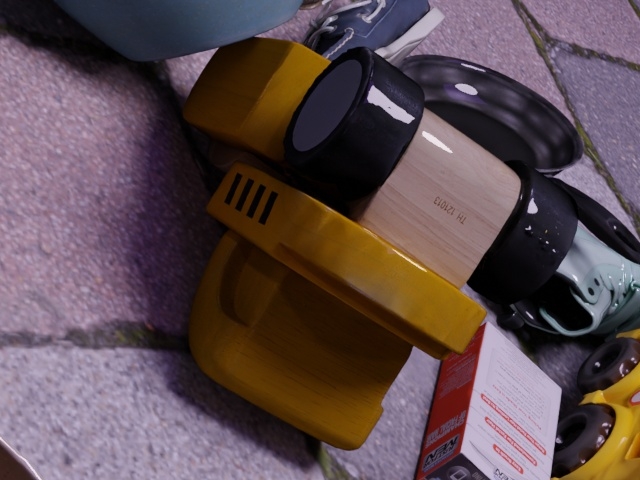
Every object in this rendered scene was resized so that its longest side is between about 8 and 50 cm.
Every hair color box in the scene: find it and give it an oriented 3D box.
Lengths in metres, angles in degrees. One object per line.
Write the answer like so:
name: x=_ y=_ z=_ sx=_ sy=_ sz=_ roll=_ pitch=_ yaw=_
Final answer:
hair color box: x=0.135 y=0.152 z=1.246 sx=0.093 sy=0.053 sz=0.167 roll=43 pitch=31 yaw=-14

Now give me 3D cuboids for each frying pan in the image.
frying pan: x=0.201 y=-0.077 z=1.476 sx=0.326 sy=0.053 sz=0.197 roll=38 pitch=33 yaw=22

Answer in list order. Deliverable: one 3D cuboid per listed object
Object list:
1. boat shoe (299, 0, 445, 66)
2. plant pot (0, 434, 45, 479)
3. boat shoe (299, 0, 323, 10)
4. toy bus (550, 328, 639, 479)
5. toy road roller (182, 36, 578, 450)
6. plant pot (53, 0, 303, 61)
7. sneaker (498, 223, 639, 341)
boat shoe: x=0.029 y=-0.175 z=1.404 sx=0.079 sy=0.095 sz=0.254 roll=46 pitch=42 yaw=1
plant pot: x=-0.236 y=0.202 z=0.603 sx=0.284 sy=0.191 sz=0.284 roll=32 pitch=35 yaw=-27
boat shoe: x=-0.020 y=-0.252 z=1.426 sx=0.302 sy=0.109 sz=0.098 roll=-8 pitch=68 yaw=-47
toy bus: x=0.304 y=0.157 z=1.273 sx=0.149 sy=0.211 sz=0.220 roll=46 pitch=48 yaw=-11
toy road roller: x=0.000 y=0.000 z=1.148 sx=0.202 sy=0.240 sz=0.329 roll=33 pitch=-2 yaw=-25
plant pot: x=-0.108 y=-0.246 z=1.189 sx=0.290 sy=0.290 sz=0.195 roll=-42 pitch=121 yaw=-58
sneaker: x=0.261 y=0.070 z=1.445 sx=0.256 sy=0.094 sz=0.151 roll=31 pitch=29 yaw=-11
